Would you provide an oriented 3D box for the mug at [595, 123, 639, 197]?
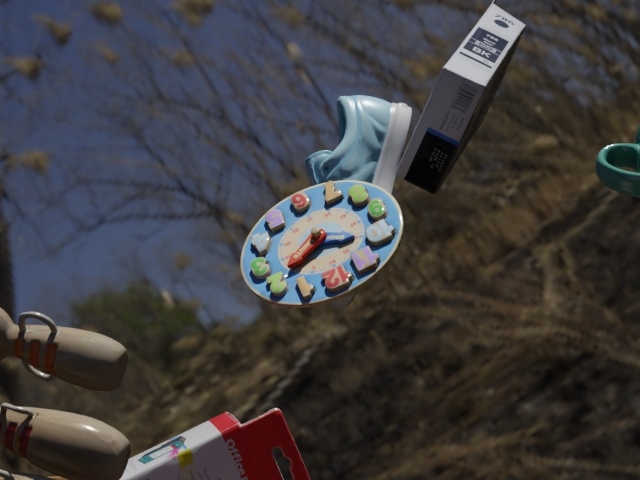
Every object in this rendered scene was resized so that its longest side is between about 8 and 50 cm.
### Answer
[{"bbox_3d":[0.345,-0.061,1.301,0.158,0.129,0.097,-37,28,21],"label":"mug"}]

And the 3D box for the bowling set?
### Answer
[{"bbox_3d":[-0.244,0.197,1.090,0.200,0.154,0.287,-65,-14,-46],"label":"bowling set"}]

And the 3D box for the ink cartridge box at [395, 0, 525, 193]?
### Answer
[{"bbox_3d":[0.193,-0.198,1.893,0.165,0.065,0.332,-68,-6,31],"label":"ink cartridge box"}]

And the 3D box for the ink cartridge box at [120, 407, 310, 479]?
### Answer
[{"bbox_3d":[-0.133,0.286,1.627,0.231,0.134,0.078,-24,10,-13],"label":"ink cartridge box"}]

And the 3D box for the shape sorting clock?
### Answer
[{"bbox_3d":[0.000,0.000,1.739,0.206,0.206,0.040,-32,-45,-7],"label":"shape sorting clock"}]

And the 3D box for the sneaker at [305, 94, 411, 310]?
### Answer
[{"bbox_3d":[0.035,-0.068,2.346,0.135,0.150,0.366,110,176,-68],"label":"sneaker"}]

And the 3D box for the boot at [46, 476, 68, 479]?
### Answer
[{"bbox_3d":[-0.379,0.379,1.646,0.220,0.109,0.283,-37,-7,27],"label":"boot"}]
